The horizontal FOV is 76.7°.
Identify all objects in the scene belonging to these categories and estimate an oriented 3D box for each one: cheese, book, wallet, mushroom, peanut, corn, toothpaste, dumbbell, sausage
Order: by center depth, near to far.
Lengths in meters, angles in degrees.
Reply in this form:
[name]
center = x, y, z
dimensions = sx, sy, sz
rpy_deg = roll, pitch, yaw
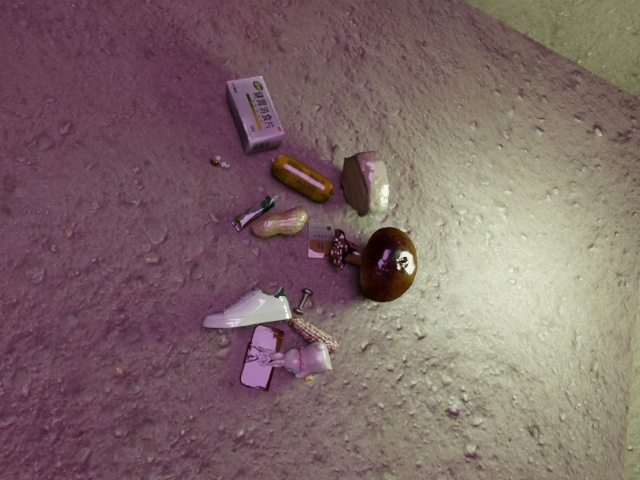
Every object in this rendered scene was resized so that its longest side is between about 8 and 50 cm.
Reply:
[wallet]
center = -0.245, 0.483, 1.679
dimensions = 0.137, 0.031, 0.255
rpy_deg = 18, 73, -13
[corn]
center = -0.030, 0.404, 1.734
dimensions = 0.237, 0.079, 0.079
rpy_deg = 37, 69, -4
[dumbbell]
center = -0.075, 0.268, 1.775
dimensions = 0.052, 0.046, 0.117
rpy_deg = 25, 70, -2
[peanut]
center = -0.177, -0.071, 1.804
dimensions = 0.257, 0.123, 0.123
rpy_deg = -18, 81, -16
[toothpaste]
center = -0.290, -0.136, 1.828
dimensions = 0.248, 0.047, 0.078
rpy_deg = -37, 83, -18
[mushroom]
center = 0.250, 0.116, 1.830
dimensions = 0.334, 0.357, 0.330
rpy_deg = 30, 53, -50
[cheese]
center = 0.199, -0.263, 1.847
dimensions = 0.115, 0.326, 0.318
rpy_deg = -15, 44, -17
[sausage]
center = -0.084, -0.288, 1.880
dimensions = 0.347, 0.123, 0.123
rpy_deg = 31, 70, -6
[book]
center = 0.000, 0.000, 1.885
dimensions = 0.118, 0.012, 0.172
rpy_deg = 4, 74, -13

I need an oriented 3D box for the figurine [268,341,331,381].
[figurine]
center = -0.083, 0.503, 1.664
dimensions = 0.236, 0.155, 0.127
rpy_deg = -13, 45, 7

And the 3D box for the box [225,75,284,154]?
[box]
center = -0.312, -0.587, 1.889
dimensions = 0.173, 0.145, 0.332
rpy_deg = -17, 80, -21

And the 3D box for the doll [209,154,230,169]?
[doll]
center = -0.459, -0.352, 1.843
dimensions = 0.085, 0.040, 0.058
rpy_deg = 45, 59, 0

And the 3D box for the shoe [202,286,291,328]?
[shoe]
center = -0.304, 0.271, 1.670
dimensions = 0.364, 0.132, 0.160
rpy_deg = -4, 77, -21
